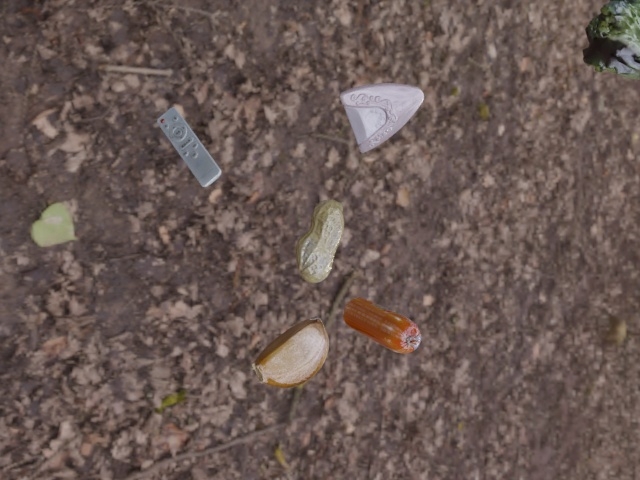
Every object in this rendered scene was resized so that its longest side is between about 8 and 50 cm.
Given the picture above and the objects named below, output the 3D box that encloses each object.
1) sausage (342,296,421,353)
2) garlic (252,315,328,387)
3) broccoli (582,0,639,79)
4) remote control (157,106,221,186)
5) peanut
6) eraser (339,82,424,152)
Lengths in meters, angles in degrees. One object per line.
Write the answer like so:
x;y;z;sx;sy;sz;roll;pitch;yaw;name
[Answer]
0.127;0.170;1.510;0.071;0.234;0.071;-5;101;-26;sausage
-0.051;0.242;1.738;0.128;0.207;0.115;39;14;-24;garlic
0.515;-0.237;1.066;0.164;0.146;0.304;-15;57;-44;broccoli
-0.258;-0.184;1.522;0.184;0.050;0.027;53;6;18;remote control
0.000;0.000;1.895;0.090;0.098;0.214;69;41;-74;peanut
0.200;-0.396;2.324;0.059;0.243;0.204;-109;175;-60;eraser
